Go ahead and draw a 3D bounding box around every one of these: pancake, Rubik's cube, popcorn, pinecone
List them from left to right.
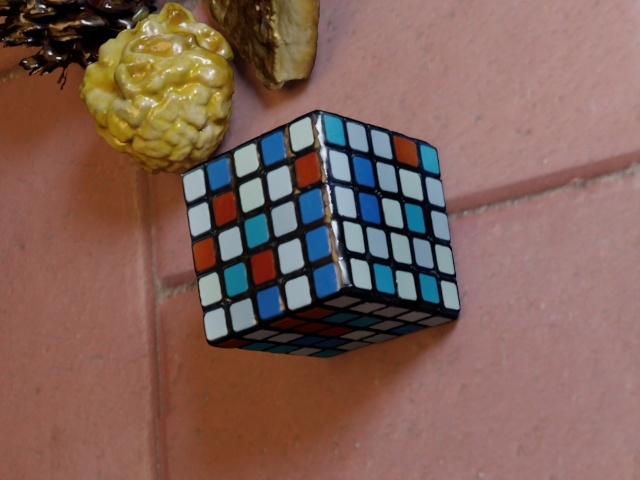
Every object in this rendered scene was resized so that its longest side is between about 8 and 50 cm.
[{"bbox_3d":[-0.283,-0.283,1.715,0.221,0.221,0.222,-7,78,39],"label":"pinecone"},{"bbox_3d":[-0.170,-0.163,1.631,0.180,0.170,0.180,-6,44,6],"label":"popcorn"},{"bbox_3d":[-0.068,-0.293,1.591,0.244,0.057,0.266,18,117,63],"label":"pancake"},{"bbox_3d":[0.000,0.000,1.435,0.182,0.187,0.184,-20,69,36],"label":"Rubik's cube"}]
